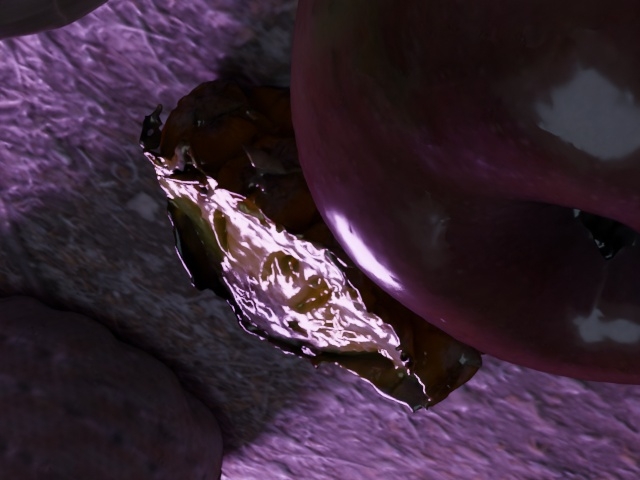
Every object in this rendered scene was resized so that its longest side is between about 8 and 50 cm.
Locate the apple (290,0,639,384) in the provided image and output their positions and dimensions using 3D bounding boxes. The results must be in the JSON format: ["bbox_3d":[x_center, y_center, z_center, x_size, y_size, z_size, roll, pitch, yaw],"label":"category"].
[{"bbox_3d":[0.136,-0.076,0.677,0.306,0.235,0.305,18,147,13],"label":"apple"}]

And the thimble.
[{"bbox_3d":[-0.234,0.188,1.380,0.291,0.195,0.291,20,146,14],"label":"thimble"}]

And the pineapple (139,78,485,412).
[{"bbox_3d":[0.000,0.000,1.033,0.236,0.114,0.186,37,149,4],"label":"pineapple"}]

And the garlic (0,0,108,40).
[{"bbox_3d":[-0.219,-0.144,0.989,0.194,0.127,0.131,-8,159,8],"label":"garlic"}]
